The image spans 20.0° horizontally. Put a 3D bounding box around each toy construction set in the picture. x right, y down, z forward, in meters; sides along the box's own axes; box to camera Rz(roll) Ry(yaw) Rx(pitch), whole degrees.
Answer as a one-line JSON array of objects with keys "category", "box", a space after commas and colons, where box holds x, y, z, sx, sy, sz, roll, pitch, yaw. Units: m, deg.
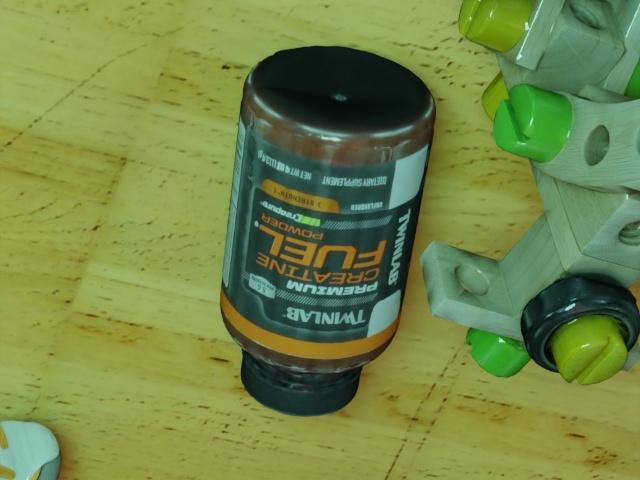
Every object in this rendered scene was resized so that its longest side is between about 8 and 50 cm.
[{"category": "toy construction set", "box": [0.163, -0.058, 0.942, 0.308, 0.257, 0.237, -8, 138, -42]}]

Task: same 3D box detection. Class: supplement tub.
[{"category": "supplement tub", "box": [0.000, 0.000, 0.999, 0.106, 0.106, 0.198, 0, 123, -11]}]

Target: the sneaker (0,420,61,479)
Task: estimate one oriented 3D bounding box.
[{"category": "sneaker", "box": [-0.214, 0.191, 1.109, 0.083, 0.084, 0.215, 19, 122, -37]}]
